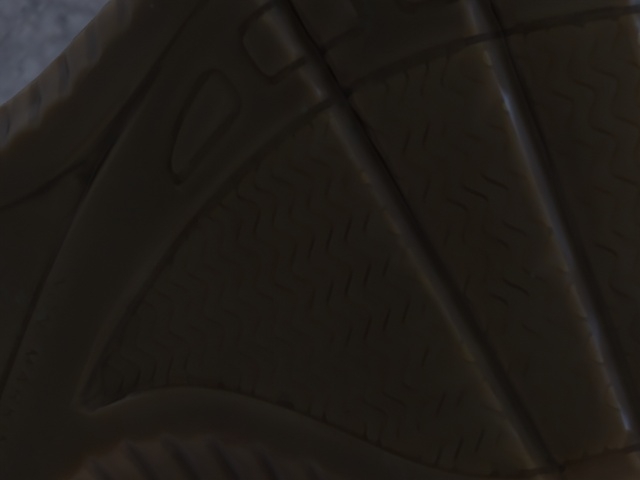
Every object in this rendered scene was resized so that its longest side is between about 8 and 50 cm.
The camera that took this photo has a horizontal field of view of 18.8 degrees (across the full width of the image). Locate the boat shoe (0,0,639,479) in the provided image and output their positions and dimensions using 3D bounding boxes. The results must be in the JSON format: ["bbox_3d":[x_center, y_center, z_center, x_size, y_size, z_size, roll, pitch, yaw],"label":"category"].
[{"bbox_3d":[0.000,0.000,0.398,0.110,0.341,0.121,-9,83,-62],"label":"boat shoe"}]
